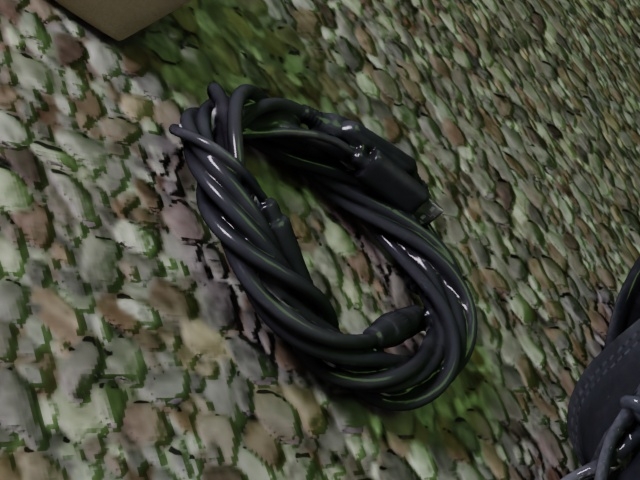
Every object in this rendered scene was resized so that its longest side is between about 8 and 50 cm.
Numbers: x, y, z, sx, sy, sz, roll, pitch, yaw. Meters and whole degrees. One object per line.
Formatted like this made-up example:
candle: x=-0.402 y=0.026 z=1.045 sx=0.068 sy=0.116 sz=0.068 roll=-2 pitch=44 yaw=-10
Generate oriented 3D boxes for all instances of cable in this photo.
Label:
cable: x=0.000 y=0.000 z=0.568 sx=0.184 sy=0.047 sz=0.150 roll=30 pitch=44 yaw=-37

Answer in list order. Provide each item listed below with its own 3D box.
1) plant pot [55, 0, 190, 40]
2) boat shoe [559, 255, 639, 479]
plant pot: x=-0.084 y=-0.158 z=0.553 sx=0.096 sy=0.109 sz=0.109 roll=54 pitch=29 yaw=-24
boat shoe: x=0.198 y=0.111 z=0.592 sx=0.156 sy=0.187 sz=0.500 roll=46 pitch=27 yaw=-2
